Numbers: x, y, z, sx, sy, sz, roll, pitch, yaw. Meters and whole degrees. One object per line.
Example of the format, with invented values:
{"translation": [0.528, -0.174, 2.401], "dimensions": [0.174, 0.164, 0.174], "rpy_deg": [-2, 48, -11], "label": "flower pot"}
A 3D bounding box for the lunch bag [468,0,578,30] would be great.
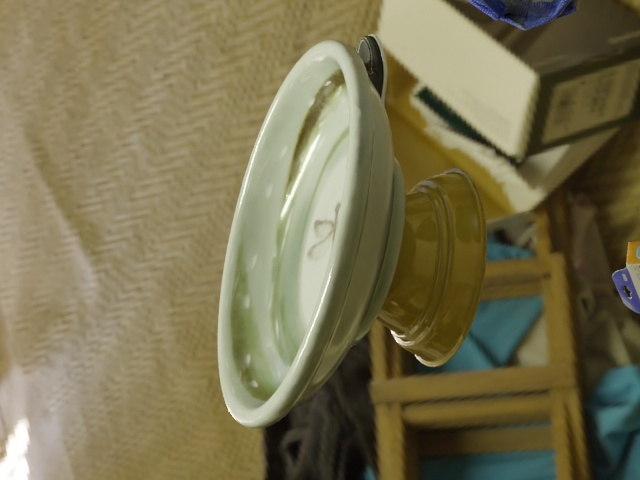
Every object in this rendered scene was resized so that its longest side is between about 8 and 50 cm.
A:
{"translation": [0.154, -0.399, 1.079], "dimensions": [0.239, 0.328, 0.385], "rpy_deg": [-10, 115, 26], "label": "lunch bag"}

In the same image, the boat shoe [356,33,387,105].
{"translation": [0.047, -0.161, 1.400], "dimensions": [0.046, 0.038, 0.125], "rpy_deg": [-166, 74, -65], "label": "boat shoe"}

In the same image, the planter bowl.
{"translation": [0.091, 0.023, 1.384], "dimensions": [0.217, 0.090, 0.217], "rpy_deg": [-172, 90, -71], "label": "planter bowl"}

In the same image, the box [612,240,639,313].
{"translation": [0.317, 0.031, 1.077], "dimensions": [0.136, 0.028, 0.081], "rpy_deg": [-3, 140, 28], "label": "box"}

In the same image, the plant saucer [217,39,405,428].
{"translation": [0.000, 0.000, 1.324], "dimensions": [0.400, 0.100, 0.400], "rpy_deg": [-167, 90, -73], "label": "plant saucer"}
